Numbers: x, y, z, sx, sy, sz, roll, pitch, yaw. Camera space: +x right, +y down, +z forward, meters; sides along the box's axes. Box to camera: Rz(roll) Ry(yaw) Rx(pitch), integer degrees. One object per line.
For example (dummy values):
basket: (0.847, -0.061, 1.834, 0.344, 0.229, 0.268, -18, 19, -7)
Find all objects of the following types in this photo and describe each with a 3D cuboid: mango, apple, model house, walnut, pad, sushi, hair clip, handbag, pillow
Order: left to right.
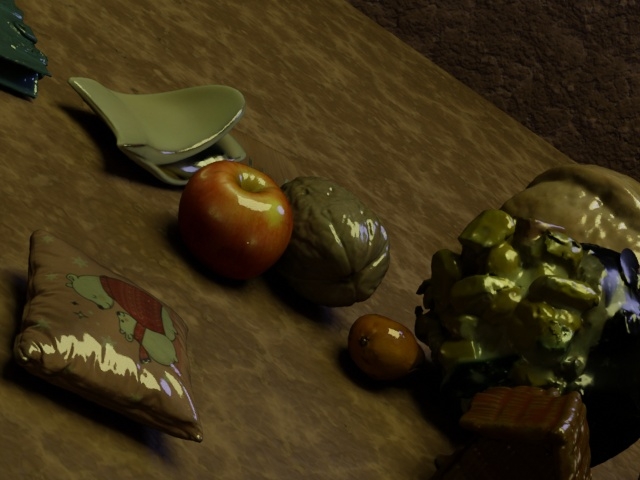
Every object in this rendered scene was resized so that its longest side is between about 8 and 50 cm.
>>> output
handbag: (-0.475, -0.302, 2.012, 0.179, 0.062, 0.229, 21, 27, -40)
pillow: (-0.225, 0.105, 1.544, 0.223, 0.084, 0.236, 31, 24, -25)
hair clip: (-0.221, -0.161, 2.090, 0.282, 0.113, 0.172, -11, 46, -37)
apple: (-0.118, -0.025, 1.938, 0.163, 0.139, 0.163, 20, 31, -12)
pad: (-0.127, -0.107, 2.254, 0.284, 0.018, 0.286, 26, 24, -30)
walnut: (0.002, -0.001, 2.045, 0.178, 0.178, 0.230, 20, 19, -41)
mango: (0.088, 0.154, 1.984, 0.105, 0.084, 0.159, 35, -7, 23)
model house: (0.263, 0.281, 1.807, 0.219, 0.229, 0.199, 45, 27, 15)
sushi: (0.294, 0.142, 2.019, 0.285, 0.328, 0.328, 26, 40, -38)
walnut: (0.487, 0.038, 2.568, 0.381, 0.381, 0.381, 33, 21, -15)

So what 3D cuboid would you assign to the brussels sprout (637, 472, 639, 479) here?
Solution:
brussels sprout: (0.624, 0.396, 2.154, 0.344, 0.268, 0.344, 54, 18, -26)
